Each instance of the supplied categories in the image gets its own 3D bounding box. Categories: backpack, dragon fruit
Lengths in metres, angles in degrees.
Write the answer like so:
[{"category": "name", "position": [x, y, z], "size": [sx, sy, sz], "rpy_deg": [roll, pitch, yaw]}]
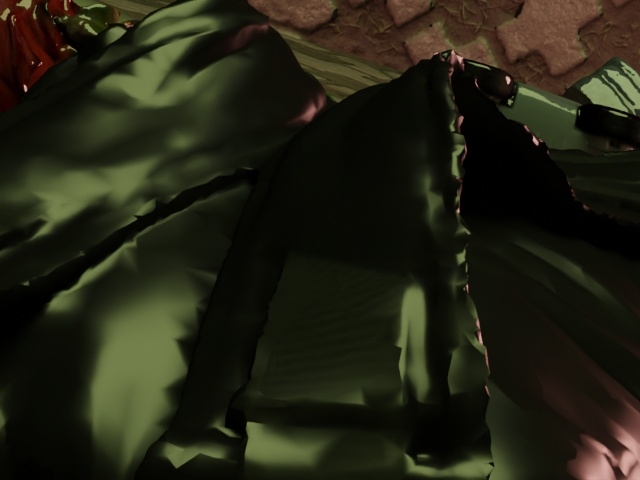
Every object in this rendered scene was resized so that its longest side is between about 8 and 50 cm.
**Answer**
[{"category": "backpack", "position": [0.000, 0.048, 0.637], "size": [0.363, 0.255, 0.445], "rpy_deg": [15, 12, 12]}, {"category": "dragon fruit", "position": [-0.247, -0.124, 1.280], "size": [0.209, 0.172, 0.172], "rpy_deg": [4, 13, -11]}]

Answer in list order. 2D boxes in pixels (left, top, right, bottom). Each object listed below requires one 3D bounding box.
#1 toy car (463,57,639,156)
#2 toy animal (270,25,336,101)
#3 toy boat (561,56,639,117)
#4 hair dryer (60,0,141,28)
[{"category": "toy car", "position": [0.158, -0.045, 1.616], "size": [0.270, 0.180, 0.212], "rpy_deg": [17, 1, -6]}, {"category": "toy animal", "position": [0.065, 0.028, 0.993], "size": [0.363, 0.181, 0.180], "rpy_deg": [25, 12, 3]}, {"category": "toy boat", "position": [0.302, -0.029, 1.697], "size": [0.078, 0.127, 0.283], "rpy_deg": [-17, 69, -30]}, {"category": "hair dryer", "position": [-0.286, -0.184, 1.453], "size": [0.203, 0.128, 0.362], "rpy_deg": [25, -4, 22]}]
